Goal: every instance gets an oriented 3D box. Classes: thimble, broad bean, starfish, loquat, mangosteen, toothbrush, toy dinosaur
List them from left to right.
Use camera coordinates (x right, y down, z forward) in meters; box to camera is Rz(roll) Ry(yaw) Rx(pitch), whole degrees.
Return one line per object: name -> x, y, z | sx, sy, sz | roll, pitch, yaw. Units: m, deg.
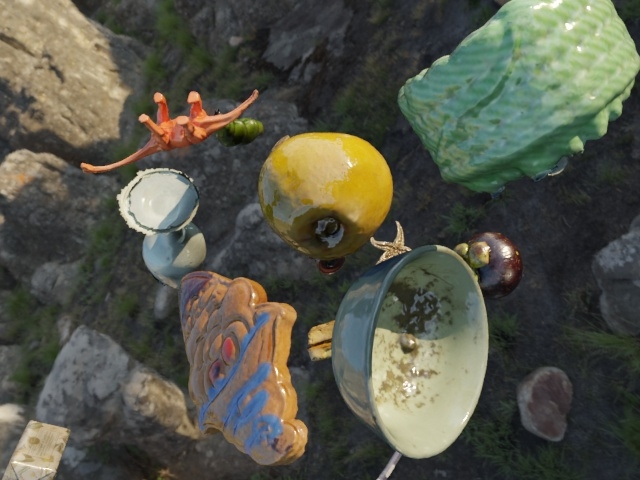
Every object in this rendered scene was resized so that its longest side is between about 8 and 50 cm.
toy dinosaur -> -0.219, -0.155, 0.681 | 0.280, 0.101, 0.055 | -13, 65, 1
broad bean -> -0.150, -0.193, 0.849 | 0.060, 0.043, 0.297 | -49, 3, 12
loquat -> 0.014, -0.101, 0.982 | 0.275, 0.275, 0.274 | -30, 45, 36
starfish -> 0.290, 0.035, 1.825 | 0.057, 0.213, 0.237 | 91, -166, -58
toothbrush -> 0.218, 0.513, 1.221 | 0.288, 0.024, 0.026 | -49, 15, -20
mangosteen -> 0.451, 0.074, 1.349 | 0.192, 0.217, 0.192 | 173, 90, -75
thimble -> 0.201, -0.156, 0.497 | 0.219, 0.150, 0.219 | -36, 7, 5

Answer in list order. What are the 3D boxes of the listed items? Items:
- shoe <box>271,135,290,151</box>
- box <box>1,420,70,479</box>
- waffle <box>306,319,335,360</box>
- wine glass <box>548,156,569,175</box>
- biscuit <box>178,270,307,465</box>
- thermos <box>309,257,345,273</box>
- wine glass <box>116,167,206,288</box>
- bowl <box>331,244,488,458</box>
shoe -> -0.120, -0.313, 1.656 | 0.072, 0.069, 0.109 | -26, 32, 22
box -> -0.396, 0.302, 0.672 | 0.045, 0.062, 0.098 | -63, 23, 7
waffle -> 0.124, 0.247, 1.335 | 0.328, 0.224, 0.098 | -14, 82, 2
wine glass -> 0.737, -0.305, 1.666 | 0.126, 0.126, 0.241 | -55, 25, 8
biscuit -> -0.098, 0.117, 0.510 | 0.280, 0.043, 0.183 | 44, 111, 40
thermos -> 0.001, 0.002, 1.613 | 0.124, 0.098, 0.232 | -22, 42, -6
wine glass -> -0.306, -0.008, 0.980 | 0.321, 0.144, 0.143 | 107, 173, -64
bowl -> 0.112, 0.151, 0.710 | 0.146, 0.289, 0.289 | -2, 65, 47
